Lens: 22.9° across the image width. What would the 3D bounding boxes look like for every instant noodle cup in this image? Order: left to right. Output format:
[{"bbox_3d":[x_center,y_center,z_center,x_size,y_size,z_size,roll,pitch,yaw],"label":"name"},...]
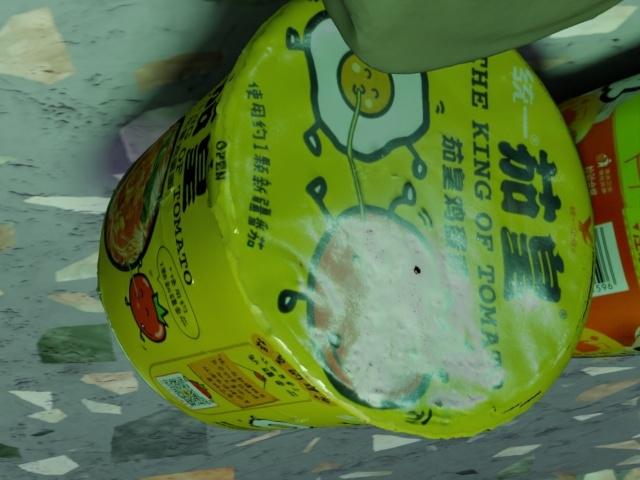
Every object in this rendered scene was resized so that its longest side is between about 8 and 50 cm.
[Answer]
[{"bbox_3d":[0.000,0.000,1.159,0.326,0.325,0.254,9,162,-33],"label":"instant noodle cup"},{"bbox_3d":[0.307,-0.028,1.228,0.308,0.293,0.294,-13,158,33],"label":"instant noodle cup"}]

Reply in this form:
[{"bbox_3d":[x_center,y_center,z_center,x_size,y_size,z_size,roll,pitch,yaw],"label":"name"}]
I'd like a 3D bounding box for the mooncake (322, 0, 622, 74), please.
[{"bbox_3d":[0.112,-0.201,0.855,0.275,0.135,0.275,-21,170,-4],"label":"mooncake"}]
